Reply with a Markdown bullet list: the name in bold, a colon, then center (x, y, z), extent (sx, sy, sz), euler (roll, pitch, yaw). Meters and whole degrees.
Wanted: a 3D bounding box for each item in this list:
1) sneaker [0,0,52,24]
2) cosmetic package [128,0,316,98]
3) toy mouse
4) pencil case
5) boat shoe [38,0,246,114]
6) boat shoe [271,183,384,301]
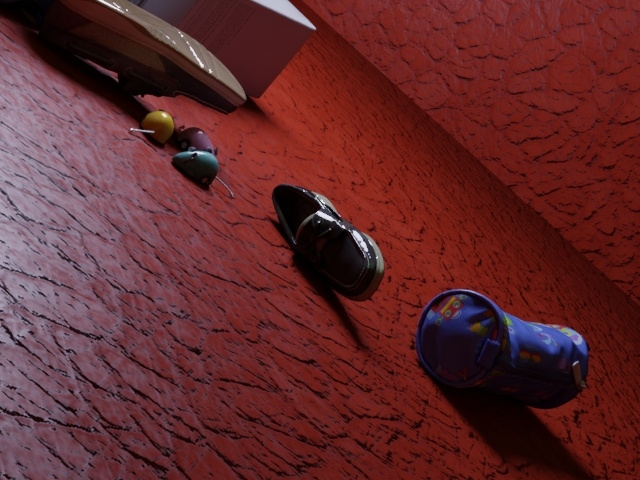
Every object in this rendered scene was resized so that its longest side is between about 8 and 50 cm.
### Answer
- **sneaker**: center (-0.327, -0.296, 1.810), extent (0.069, 0.082, 0.209), euler (15, 1, 24)
- **cosmetic package**: center (-0.182, -0.345, 2.185), extent (0.197, 0.155, 0.365), euler (45, 15, 17)
- **toy mouse**: center (-0.150, -0.108, 1.785), extent (0.143, 0.031, 0.161), euler (41, 13, -4)
- **pencil case**: center (0.243, 0.147, 1.909), extent (0.133, 0.119, 0.306), euler (24, 2, 35)
- **boat shoe**: center (-0.217, -0.223, 1.821), extent (0.285, 0.092, 0.103), euler (28, 19, -38)
- **boat shoe**: center (0.000, -0.001, 1.796), extent (0.073, 0.080, 0.223), euler (26, 15, -35)
